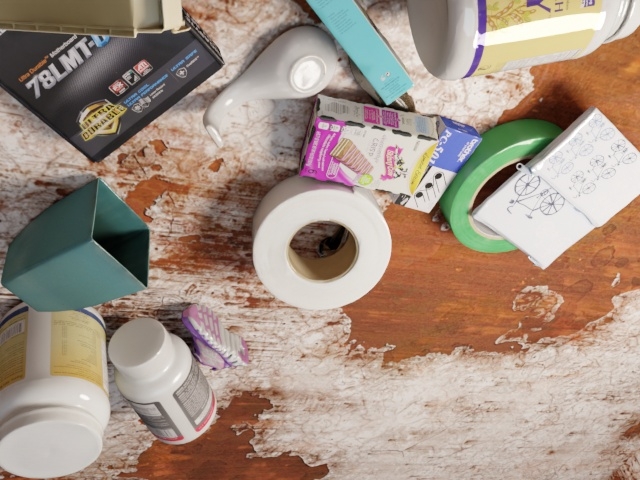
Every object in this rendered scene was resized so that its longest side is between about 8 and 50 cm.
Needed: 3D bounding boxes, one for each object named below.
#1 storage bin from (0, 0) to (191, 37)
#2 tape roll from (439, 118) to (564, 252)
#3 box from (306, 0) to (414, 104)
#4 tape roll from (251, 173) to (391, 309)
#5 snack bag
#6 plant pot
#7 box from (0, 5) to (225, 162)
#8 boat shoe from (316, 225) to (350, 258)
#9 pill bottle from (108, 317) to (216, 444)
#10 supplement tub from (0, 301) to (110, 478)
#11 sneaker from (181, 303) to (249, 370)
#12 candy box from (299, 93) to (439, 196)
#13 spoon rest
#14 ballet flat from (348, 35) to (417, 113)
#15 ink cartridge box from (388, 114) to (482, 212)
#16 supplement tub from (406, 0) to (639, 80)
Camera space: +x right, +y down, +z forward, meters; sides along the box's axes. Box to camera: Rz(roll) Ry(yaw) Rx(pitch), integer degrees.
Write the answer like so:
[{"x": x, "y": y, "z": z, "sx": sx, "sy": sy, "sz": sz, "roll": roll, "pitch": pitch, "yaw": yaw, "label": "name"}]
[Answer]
[{"x": -0.297, "y": -0.400, "z": 0.909, "sx": 0.261, "sy": 0.123, "sz": 0.262, "roll": 8, "pitch": 114, "yaw": 16, "label": "storage bin"}, {"x": 0.425, "y": -0.114, "z": 1.595, "sx": 0.321, "sy": 0.077, "sz": 0.321, "roll": -10, "pitch": 134, "yaw": -11, "label": "tape roll"}, {"x": 0.058, "y": -0.346, "z": 1.193, "sx": 0.060, "sy": 0.100, "sz": 0.244, "roll": -35, "pitch": 118, "yaw": 16, "label": "box"}, {"x": 0.000, "y": 0.000, "z": 1.490, "sx": 0.286, "sy": 0.100, "sz": 0.286, "roll": -3, "pitch": 119, "yaw": -5, "label": "tape roll"}, {"x": 0.533, "y": -0.096, "z": 1.570, "sx": 0.342, "sy": 0.037, "sz": 0.323, "roll": -43, "pitch": 131, "yaw": 21, "label": "snack bag"}, {"x": -0.470, "y": 0.031, "z": 1.367, "sx": 0.234, "sy": 0.165, "sz": 0.165, "roll": -24, "pitch": 135, "yaw": 13, "label": "plant pot"}, {"x": -0.357, "y": -0.306, "z": 1.150, "sx": 0.296, "sy": 0.073, "sz": 0.293, "roll": -33, "pitch": 134, "yaw": 12, "label": "box"}, {"x": 0.028, "y": 0.023, "z": 1.602, "sx": 0.066, "sy": 0.066, "sz": 0.183, "roll": 25, "pitch": 110, "yaw": -30, "label": "boat shoe"}, {"x": -0.363, "y": 0.320, "z": 1.653, "sx": 0.176, "sy": 0.176, "sz": 0.318, "roll": -18, "pitch": 137, "yaw": -3, "label": "pill bottle"}, {"x": -0.549, "y": 0.294, "z": 1.473, "sx": 0.229, "sy": 0.316, "sz": 0.228, "roll": -10, "pitch": 134, "yaw": -10, "label": "supplement tub"}, {"x": -0.264, "y": 0.239, "z": 1.684, "sx": 0.105, "sy": 0.095, "sz": 0.236, "roll": -23, "pitch": 136, "yaw": 13, "label": "sneaker"}, {"x": 0.088, "y": -0.176, "z": 1.372, "sx": 0.234, "sy": 0.071, "sz": 0.159, "roll": 8, "pitch": 140, "yaw": -9, "label": "candy box"}, {"x": -0.091, "y": -0.276, "z": 1.277, "sx": 0.276, "sy": 0.084, "sz": 0.137, "roll": -35, "pitch": 136, "yaw": -4, "label": "spoon rest"}, {"x": 0.120, "y": -0.295, "z": 1.342, "sx": 0.084, "sy": 0.058, "sz": 0.250, "roll": -18, "pitch": 132, "yaw": 22, "label": "ballet flat"}, {"x": 0.236, "y": -0.156, "z": 1.511, "sx": 0.097, "sy": 0.046, "sz": 0.207, "roll": 13, "pitch": 127, "yaw": -29, "label": "ink cartridge box"}, {"x": 0.329, "y": -0.403, "z": 1.174, "sx": 0.332, "sy": 0.241, "sz": 0.241, "roll": -12, "pitch": 135, "yaw": -8, "label": "supplement tub"}]
